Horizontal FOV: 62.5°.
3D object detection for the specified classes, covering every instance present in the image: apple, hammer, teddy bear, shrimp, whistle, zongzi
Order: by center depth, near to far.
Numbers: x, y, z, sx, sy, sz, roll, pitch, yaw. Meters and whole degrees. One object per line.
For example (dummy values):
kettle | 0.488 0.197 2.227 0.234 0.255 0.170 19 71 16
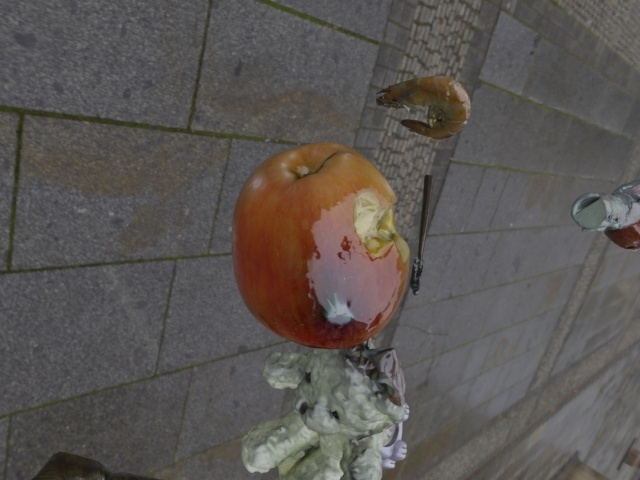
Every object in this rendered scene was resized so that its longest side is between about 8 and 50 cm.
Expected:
apple | 0.000 0.000 0.510 0.199 0.199 0.199 -27 131 -36
whistle | 0.552 -0.047 0.939 0.346 0.142 0.133 -2 86 -42
teddy bear | -0.016 0.320 0.941 0.375 0.327 0.362 -35 150 -3
zongzi | -0.387 0.556 0.979 0.300 0.138 0.286 5 96 -8
shrimp | 0.204 -0.271 1.083 0.053 0.236 0.133 -49 128 -27
hammer | 0.238 -0.024 1.230 0.125 0.027 0.297 78 22 -61

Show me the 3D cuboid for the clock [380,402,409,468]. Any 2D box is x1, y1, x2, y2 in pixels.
clock | 0.072 0.432 1.258 0.254 0.189 0.188 27 91 -36
